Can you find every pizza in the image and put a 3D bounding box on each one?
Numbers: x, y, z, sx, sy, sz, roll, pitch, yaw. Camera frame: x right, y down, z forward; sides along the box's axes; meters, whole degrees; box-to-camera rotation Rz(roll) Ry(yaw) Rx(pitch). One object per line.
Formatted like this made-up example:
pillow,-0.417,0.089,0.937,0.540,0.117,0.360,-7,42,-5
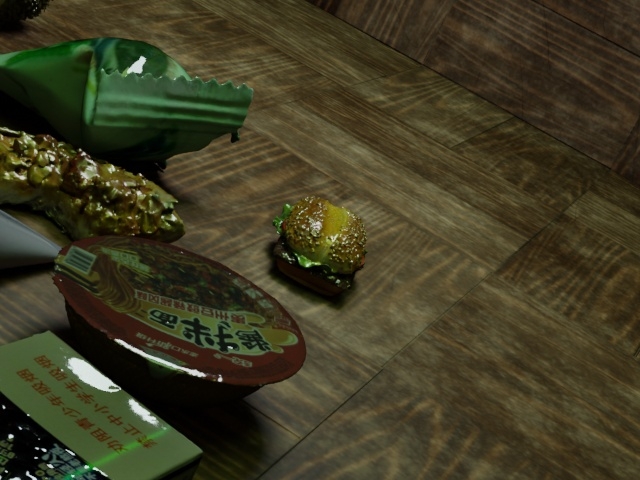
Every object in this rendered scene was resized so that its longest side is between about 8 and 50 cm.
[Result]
pizza,-0.302,-0.072,1.560,0.306,0.085,0.161,26,22,3

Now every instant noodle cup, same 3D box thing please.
instant noodle cup,-0.156,0.100,1.319,0.274,0.090,0.274,22,21,-9

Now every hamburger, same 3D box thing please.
hamburger,0.000,0.000,1.721,0.137,0.087,0.166,24,22,-2

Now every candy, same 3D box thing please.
candy,-0.325,-0.213,1.765,0.398,0.172,0.263,25,13,36

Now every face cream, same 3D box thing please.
face cream,-0.378,-0.011,1.357,0.154,0.096,0.274,27,8,12

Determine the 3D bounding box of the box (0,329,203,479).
box,-0.258,0.185,1.022,0.198,0.084,0.310,35,23,20

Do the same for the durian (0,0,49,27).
durian,-0.507,-0.426,2.049,0.196,0.167,0.196,28,5,-2
